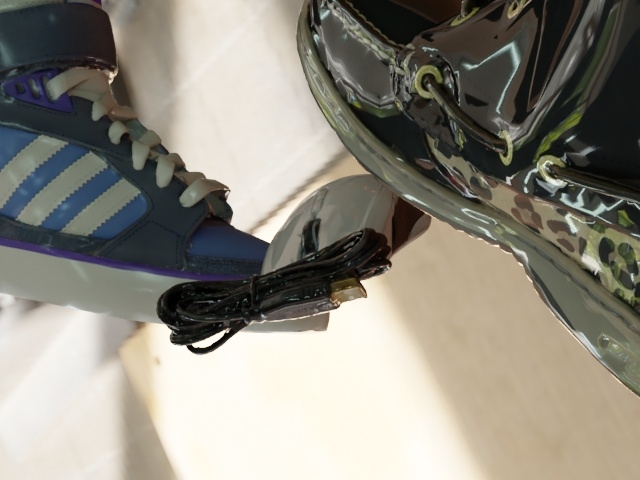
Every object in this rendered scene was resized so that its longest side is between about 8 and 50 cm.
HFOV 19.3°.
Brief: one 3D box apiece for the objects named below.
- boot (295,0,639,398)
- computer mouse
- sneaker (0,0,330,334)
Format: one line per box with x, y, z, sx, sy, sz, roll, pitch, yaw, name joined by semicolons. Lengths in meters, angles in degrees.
0.080;-0.078;0.526;0.236;0.085;0.178;46;140;42;boot
0.000;0.000;0.896;0.106;0.193;0.042;-20;97;19;computer mouse
-0.135;-0.076;1.154;0.323;0.130;0.236;10;88;10;sneaker
